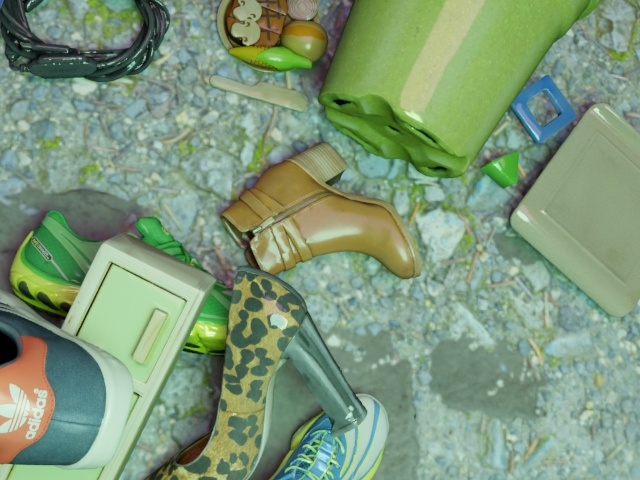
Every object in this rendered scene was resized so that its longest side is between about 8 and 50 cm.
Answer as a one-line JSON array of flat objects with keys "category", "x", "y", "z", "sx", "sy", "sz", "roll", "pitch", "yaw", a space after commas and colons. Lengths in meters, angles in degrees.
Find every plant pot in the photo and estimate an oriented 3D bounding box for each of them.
[{"category": "plant pot", "x": 0.131, "y": -0.218, "z": 1.129, "sx": 0.276, "sy": 0.276, "sz": 0.254, "roll": 27, "pitch": 80, "yaw": -4}]

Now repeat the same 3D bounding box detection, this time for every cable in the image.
[{"category": "cable", "x": -0.261, "y": -0.249, "z": 1.145, "sx": 0.184, "sy": 0.047, "sz": 0.150, "roll": -6, "pitch": 69, "yaw": -11}]

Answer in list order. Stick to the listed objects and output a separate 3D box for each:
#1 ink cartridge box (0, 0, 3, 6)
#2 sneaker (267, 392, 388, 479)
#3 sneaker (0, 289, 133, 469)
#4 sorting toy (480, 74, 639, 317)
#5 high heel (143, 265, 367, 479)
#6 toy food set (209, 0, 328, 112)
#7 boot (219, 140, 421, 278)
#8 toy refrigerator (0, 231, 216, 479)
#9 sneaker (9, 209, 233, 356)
[{"category": "ink cartridge box", "x": -0.451, "y": -0.271, "z": 1.079, "sx": 0.224, "sy": 0.045, "sz": 0.223, "roll": 12, "pitch": 66, "yaw": -2}, {"category": "sneaker", "x": -0.005, "y": 0.242, "z": 1.001, "sx": 0.091, "sy": 0.126, "sz": 0.240, "roll": 42, "pitch": 69, "yaw": 0}, {"category": "sneaker", "x": -0.314, "y": 0.098, "z": 0.865, "sx": 0.148, "sy": 0.350, "sz": 0.131, "roll": 19, "pitch": 81, "yaw": -47}, {"category": "sorting toy", "x": 0.334, "y": -0.034, "z": 1.211, "sx": 0.348, "sy": 0.047, "sz": 0.196, "roll": 41, "pitch": 72, "yaw": -6}, {"category": "high heel", "x": -0.109, "y": 0.145, "z": 0.978, "sx": 0.261, "sy": 0.093, "sz": 0.186, "roll": -29, "pitch": 103, "yaw": 11}, {"category": "toy food set", "x": -0.053, "y": -0.253, "z": 1.195, "sx": 0.132, "sy": 0.038, "sz": 0.192, "roll": 13, "pitch": 70, "yaw": -9}, {"category": "boot", "x": 0.000, "y": 0.000, "z": 1.112, "sx": 0.152, "sy": 0.073, "sz": 0.197, "roll": -36, "pitch": 72, "yaw": -22}, {"category": "toy refrigerator", "x": -0.203, "y": 0.137, "z": 0.941, "sx": 0.102, "sy": 0.094, "sz": 0.269, "roll": 27, "pitch": 97, "yaw": -1}, {"category": "sneaker", "x": -0.158, "y": 0.040, "z": 1.039, "sx": 0.295, "sy": 0.109, "sz": 0.123, "roll": 16, "pitch": 74, "yaw": -8}]
